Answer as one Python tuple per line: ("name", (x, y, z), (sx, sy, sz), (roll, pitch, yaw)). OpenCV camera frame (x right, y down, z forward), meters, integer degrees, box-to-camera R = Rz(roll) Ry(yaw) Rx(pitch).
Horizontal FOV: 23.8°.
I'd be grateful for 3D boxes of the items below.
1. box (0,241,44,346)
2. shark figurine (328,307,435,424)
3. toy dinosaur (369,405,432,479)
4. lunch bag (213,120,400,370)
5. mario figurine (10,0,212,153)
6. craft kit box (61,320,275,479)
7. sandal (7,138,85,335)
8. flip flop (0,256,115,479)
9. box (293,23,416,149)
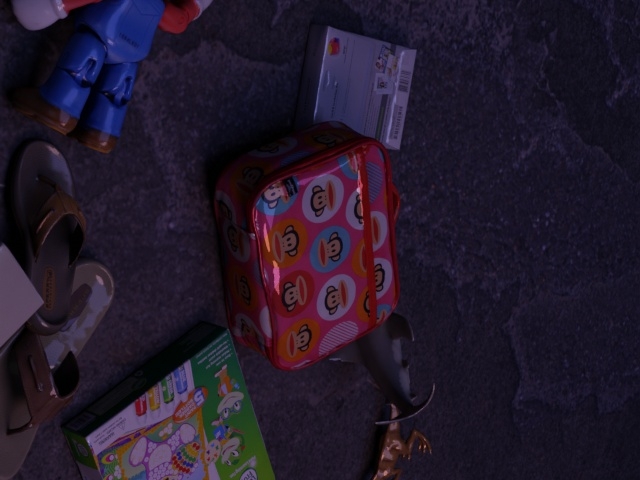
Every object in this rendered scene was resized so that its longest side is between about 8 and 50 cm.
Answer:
("box", (-0.425, 0.116, 1.561), (0.275, 0.113, 0.094), (-47, 128, -27))
("shark figurine", (0.073, 0.168, 2.106), (0.116, 0.278, 0.166), (-5, 142, -9))
("toy dinosaur", (0.107, 0.292, 2.221), (0.112, 0.064, 0.212), (10, 92, -47))
("lunch bag", (0.000, 0.000, 1.957), (0.258, 0.120, 0.293), (-25, 125, -30))
("mario figurine", (-0.230, -0.268, 1.702), (0.321, 0.170, 0.198), (-62, 173, -1))
("craft kit box", (-0.184, 0.270, 1.906), (0.250, 0.061, 0.247), (-38, 128, -35))
("sandal", (-0.297, -0.006, 1.678), (0.090, 0.060, 0.219), (15, 69, -46))
("flip flop", (-0.309, 0.143, 1.716), (0.277, 0.080, 0.112), (-59, 135, -20))
("box", (0.049, -0.205, 2.052), (0.186, 0.038, 0.145), (5, 96, -49))
